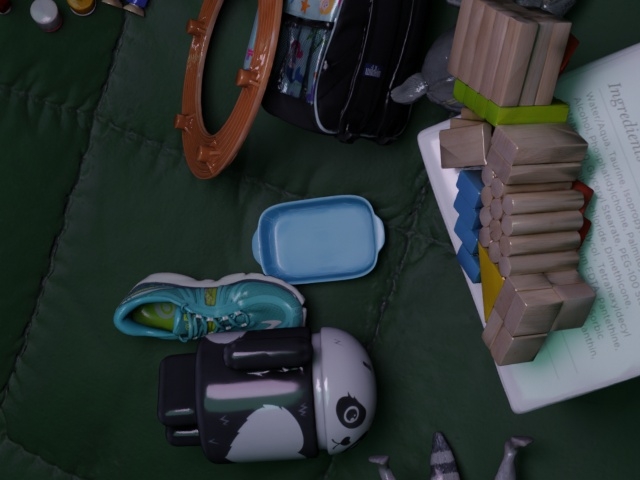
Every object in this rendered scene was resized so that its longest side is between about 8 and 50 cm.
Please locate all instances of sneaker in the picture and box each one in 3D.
[{"bbox_3d":[-0.152,0.107,1.537,0.275,0.110,0.107,-1,105,19],"label":"sneaker"}]

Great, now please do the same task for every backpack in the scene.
[{"bbox_3d":[0.034,-0.269,1.434,0.191,0.225,0.253,28,107,33],"label":"backpack"}]

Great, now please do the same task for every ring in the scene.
[{"bbox_3d":[-0.129,-0.246,1.464,0.032,0.336,0.336,10,91,-24],"label":"ring"}]

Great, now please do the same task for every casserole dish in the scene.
[{"bbox_3d":[0.000,0.000,1.539,0.188,0.037,0.114,-7,87,17],"label":"casserole dish"}]

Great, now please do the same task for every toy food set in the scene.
[{"bbox_3d":[-0.443,-0.386,1.673,0.232,0.104,0.111,32,84,-2],"label":"toy food set"}]

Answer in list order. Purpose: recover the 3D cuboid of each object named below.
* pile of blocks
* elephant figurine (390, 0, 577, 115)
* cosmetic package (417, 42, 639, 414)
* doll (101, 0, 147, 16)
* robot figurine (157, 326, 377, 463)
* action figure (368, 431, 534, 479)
[{"bbox_3d":[0.204,-0.064,1.116,0.112,0.149,0.362,-4,95,-25],"label":"pile of blocks"},{"bbox_3d":[0.225,-0.266,1.421,0.186,0.169,0.239,25,54,-16],"label":"elephant figurine"},{"bbox_3d":[0.369,-0.026,1.273,0.393,0.329,0.327,-21,81,16],"label":"cosmetic package"},{"bbox_3d":[-0.262,-0.426,1.627,0.129,0.046,0.189,22,95,15],"label":"doll"},{"bbox_3d":[-0.066,0.201,1.451,0.278,0.209,0.173,-4,92,1],"label":"robot figurine"},{"bbox_3d":[0.226,0.412,1.426,0.341,0.178,0.330,-8,92,-13],"label":"action figure"}]
